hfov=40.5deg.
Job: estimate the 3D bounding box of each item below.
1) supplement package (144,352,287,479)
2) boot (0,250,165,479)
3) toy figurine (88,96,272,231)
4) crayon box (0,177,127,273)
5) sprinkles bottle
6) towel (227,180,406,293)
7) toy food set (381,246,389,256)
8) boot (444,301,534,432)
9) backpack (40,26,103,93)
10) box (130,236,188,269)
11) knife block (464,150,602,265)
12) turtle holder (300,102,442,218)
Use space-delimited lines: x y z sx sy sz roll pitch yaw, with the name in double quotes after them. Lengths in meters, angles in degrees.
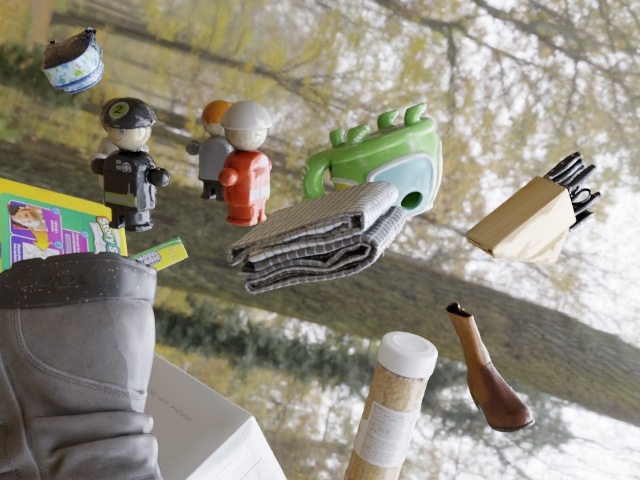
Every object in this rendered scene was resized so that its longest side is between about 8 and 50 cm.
-0.156 0.294 0.915 0.199 0.262 0.198 21 -127 43 "supplement package"
-0.283 0.138 0.690 0.118 0.338 0.222 32 52 -67 "boot"
-0.170 -0.106 1.047 0.209 0.213 0.148 -138 -133 -67 "toy figurine"
-0.518 0.070 1.638 0.106 0.313 0.363 -43 -134 34 "crayon box"
0.147 0.376 1.851 0.121 0.121 0.355 -123 -136 -65 "sprinkles bottle"
0.000 0.000 1.575 0.284 0.121 0.235 -17 -168 24 "towel"
0.163 -0.025 2.029 0.078 0.019 0.122 -82 -164 -57 "toy food set"
0.404 0.298 2.084 0.264 0.096 0.280 -121 -168 -73 "boot"
-0.450 -0.320 1.589 0.114 0.105 0.084 -97 166 -54 "backpack"
-0.318 0.047 1.487 0.043 0.179 0.105 65 -10 -3 "box"
0.453 -0.076 1.790 0.088 0.276 0.242 35 -68 51 "knife block"
0.123 -0.148 1.895 0.243 0.320 0.227 -5 -73 54 "turtle holder"
